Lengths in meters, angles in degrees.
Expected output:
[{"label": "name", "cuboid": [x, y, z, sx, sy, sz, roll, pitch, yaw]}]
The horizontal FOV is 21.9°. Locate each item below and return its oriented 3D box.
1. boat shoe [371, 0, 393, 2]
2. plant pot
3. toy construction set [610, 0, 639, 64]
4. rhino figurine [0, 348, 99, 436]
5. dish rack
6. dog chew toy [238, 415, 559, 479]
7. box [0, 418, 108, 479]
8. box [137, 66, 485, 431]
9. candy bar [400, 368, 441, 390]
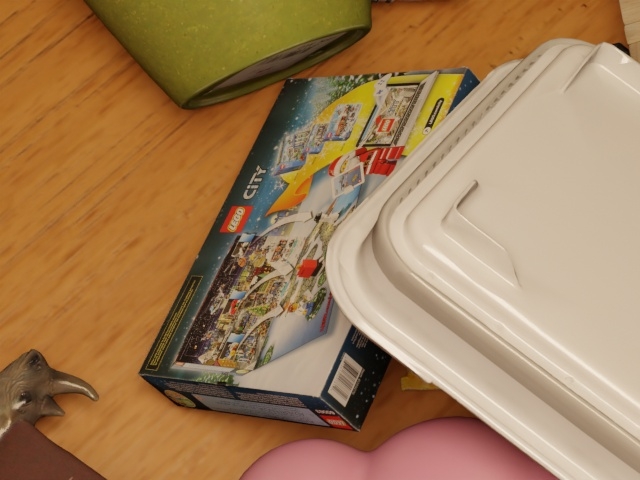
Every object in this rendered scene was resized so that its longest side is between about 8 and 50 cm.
[{"label": "boat shoe", "cuboid": [0.069, -0.295, 1.169, 0.088, 0.096, 0.267, 3, 71, -7]}, {"label": "plant pot", "cuboid": [-0.086, -0.245, 1.071, 0.275, 0.275, 0.293, -22, 88, -11]}, {"label": "toy construction set", "cuboid": [0.273, -0.178, 1.046, 0.257, 0.309, 0.237, -1, 75, 4]}, {"label": "rhino figurine", "cuboid": [-0.254, 0.126, 1.008, 0.243, 0.073, 0.106, -13, 68, -10]}, {"label": "dish rack", "cuboid": [0.199, 0.025, 0.910, 0.333, 0.072, 0.285, 37, 46, 8]}, {"label": "dog chew toy", "cuboid": [0.096, 0.192, 0.949, 0.332, 0.206, 0.206, 7, 70, 8]}, {"label": "box", "cuboid": [-0.135, 0.243, 0.894, 0.203, 0.168, 0.167, 31, 59, 17]}, {"label": "box", "cuboid": [0.000, 0.000, 1.028, 0.159, 0.044, 0.233, 2, 58, 45]}, {"label": "candy bar", "cuboid": [0.069, 0.023, 1.095, 0.040, 0.018, 0.161, -1, 71, -4]}]
